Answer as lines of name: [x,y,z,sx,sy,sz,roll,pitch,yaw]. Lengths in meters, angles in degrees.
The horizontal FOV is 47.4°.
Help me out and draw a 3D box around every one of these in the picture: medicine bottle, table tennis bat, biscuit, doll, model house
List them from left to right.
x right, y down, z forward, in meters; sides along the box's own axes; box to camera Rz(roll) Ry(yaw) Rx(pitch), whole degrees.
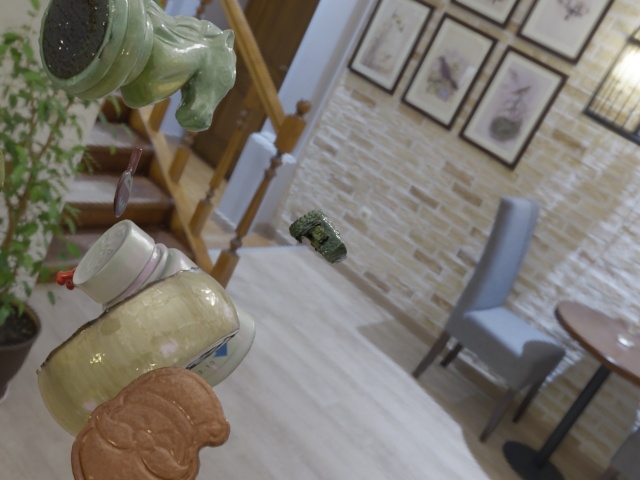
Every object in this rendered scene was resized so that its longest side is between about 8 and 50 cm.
doll: [-0.545,0.090,1.874,0.244,0.076,0.142,-5,-16,4]
table tennis bat: [-0.400,-0.121,1.503,0.019,0.155,0.098,15,-17,-1]
biscuit: [-0.137,0.161,0.581,0.102,0.130,0.019,41,-17,16]
medicine bottle: [-0.260,0.110,1.232,0.293,0.170,0.170,46,10,-27]
model house: [0.000,0.000,1.169,0.083,0.066,0.079,53,0,16]

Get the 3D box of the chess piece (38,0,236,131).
chess piece: [-0.230,-0.259,1.045,0.175,0.176,0.298,40,18,32]

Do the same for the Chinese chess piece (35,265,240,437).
Chinese chess piece: [-0.224,0.139,0.915,0.104,0.257,0.257,54,23,6]

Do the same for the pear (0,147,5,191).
pear: [-0.342,-0.063,0.654,0.107,0.107,0.131,10,-17,-40]
